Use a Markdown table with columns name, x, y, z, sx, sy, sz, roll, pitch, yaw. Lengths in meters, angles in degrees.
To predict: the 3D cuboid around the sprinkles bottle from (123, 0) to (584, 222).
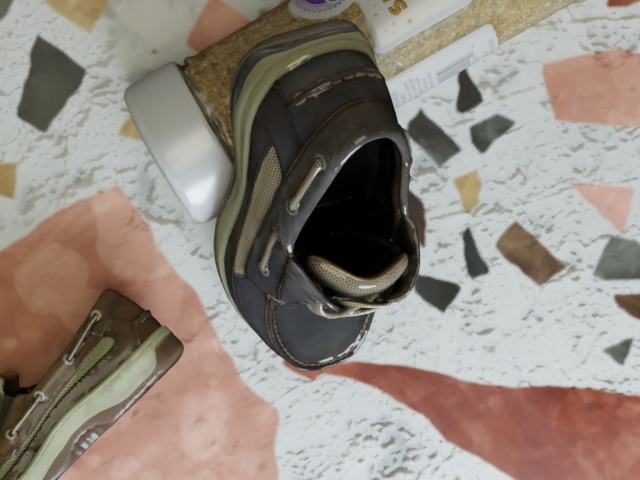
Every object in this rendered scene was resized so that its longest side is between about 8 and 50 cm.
| name | x | y | z | sx | sy | sz | roll | pitch | yaw |
| --- | --- | --- | --- | --- | --- | --- | --- | --- | --- |
| sprinkles bottle | 0.029 | -0.150 | 1.495 | 0.355 | 0.121 | 0.121 | -30 | 104 | 0 |

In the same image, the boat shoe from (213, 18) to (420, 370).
| name | x | y | z | sx | sy | sz | roll | pitch | yaw |
| --- | --- | --- | --- | --- | --- | --- | --- | --- | --- |
| boat shoe | 0.000 | 0.000 | 1.438 | 0.132 | 0.130 | 0.355 | -21 | 145 | -13 |

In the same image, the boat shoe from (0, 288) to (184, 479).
| name | x | y | z | sx | sy | sz | roll | pitch | yaw |
| --- | --- | --- | --- | --- | --- | --- | --- | --- | --- |
| boat shoe | -0.228 | 0.143 | 1.555 | 0.257 | 0.095 | 0.095 | -45 | 90 | -2 |
